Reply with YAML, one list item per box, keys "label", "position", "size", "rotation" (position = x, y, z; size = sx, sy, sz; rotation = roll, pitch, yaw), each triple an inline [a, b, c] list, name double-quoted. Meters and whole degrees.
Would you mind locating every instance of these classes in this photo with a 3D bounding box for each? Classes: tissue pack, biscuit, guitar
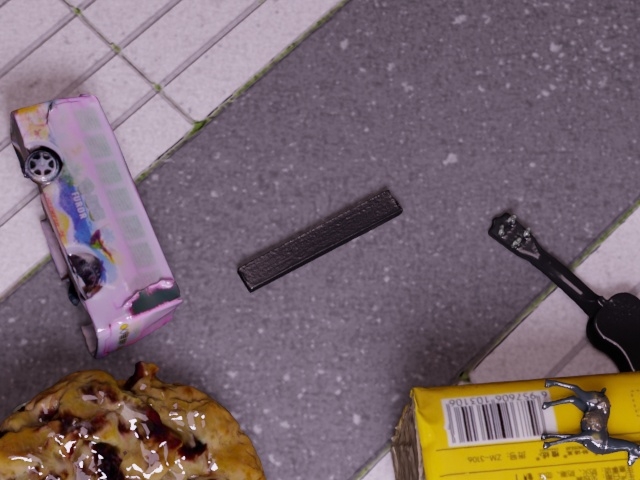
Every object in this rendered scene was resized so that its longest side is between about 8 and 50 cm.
- label: "tissue pack"
  position: [0.276, 0.284, 1.845]
  size: [0.381, 0.228, 0.293]
  rotation: [-5, 63, -4]
- label: "biscuit"
  position: [-0.198, 0.270, 1.844]
  size: [0.334, 0.081, 0.289]
  rotation: [-28, 93, -28]
- label: "guitar"
  position: [0.286, 0.060, 2.038]
  size: [0.271, 0.038, 0.084]
  rotation: [43, 70, 13]

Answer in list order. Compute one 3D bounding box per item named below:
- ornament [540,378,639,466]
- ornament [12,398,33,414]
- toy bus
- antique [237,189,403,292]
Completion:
- label: "ornament"
  position: [0.267, 0.170, 1.760]
  size: [0.125, 0.028, 0.073]
  rotation: [7, 61, 3]
- label: "ornament"
  position: [-0.266, 0.238, 1.914]
  size: [0.081, 0.075, 0.156]
  rotation: [-4, 68, -29]
- label: "toy bus"
  position: [-0.242, -0.019, 2.013]
  size: [0.112, 0.090, 0.274]
  rotation: [-18, 71, -17]
- label: "antique"
  position: [0.000, 0.000, 2.058]
  size: [0.192, 0.015, 0.031]
  rotation: [-27, 71, -14]
